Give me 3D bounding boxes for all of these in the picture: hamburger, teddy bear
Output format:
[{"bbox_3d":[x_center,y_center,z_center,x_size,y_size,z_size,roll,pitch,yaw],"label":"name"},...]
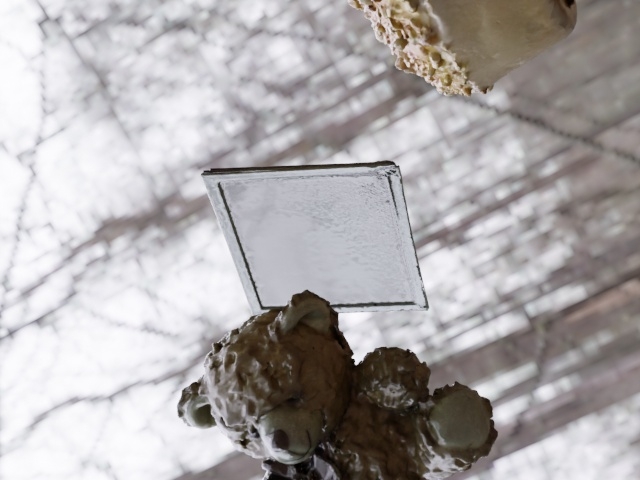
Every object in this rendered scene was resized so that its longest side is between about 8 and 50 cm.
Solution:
[{"bbox_3d":[0.087,-0.258,1.469,0.302,0.170,0.302,-18,-90,-77],"label":"hamburger"},{"bbox_3d":[0.002,0.170,1.785,0.256,0.267,0.156,39,-164,-21],"label":"teddy bear"}]

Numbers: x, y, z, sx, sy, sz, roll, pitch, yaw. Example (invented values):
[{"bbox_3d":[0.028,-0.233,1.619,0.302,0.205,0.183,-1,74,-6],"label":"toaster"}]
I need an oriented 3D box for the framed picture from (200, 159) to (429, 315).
[{"bbox_3d":[0.000,0.000,1.924,0.252,0.197,0.014,74,-163,-52],"label":"framed picture"}]
